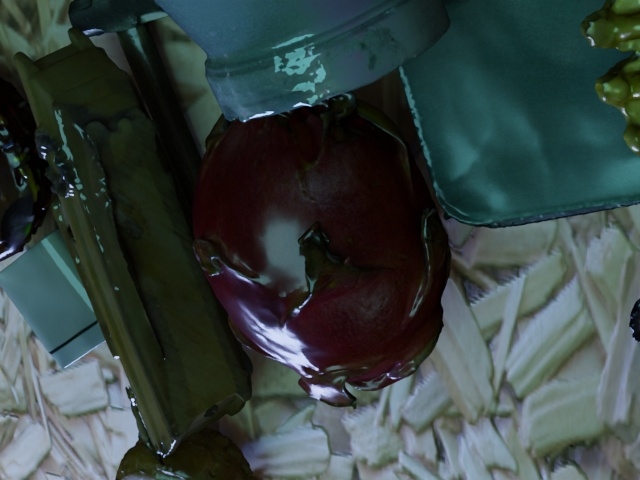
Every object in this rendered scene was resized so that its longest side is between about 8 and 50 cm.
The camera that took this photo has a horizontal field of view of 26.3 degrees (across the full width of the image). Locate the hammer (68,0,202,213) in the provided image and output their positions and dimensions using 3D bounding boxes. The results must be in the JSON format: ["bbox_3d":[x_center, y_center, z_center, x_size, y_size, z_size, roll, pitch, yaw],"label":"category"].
[{"bbox_3d":[-0.135,-0.087,1.379,0.111,0.043,0.365,-11,111,29],"label":"hammer"}]

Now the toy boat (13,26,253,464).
[{"bbox_3d":[-0.185,0.007,1.378,0.162,0.136,0.445,16,129,55],"label":"toy boat"}]

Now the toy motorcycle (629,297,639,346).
[{"bbox_3d":[0.374,0.106,1.184,0.215,0.080,0.122,7,117,20],"label":"toy motorcycle"}]

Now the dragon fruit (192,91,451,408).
[{"bbox_3d":[-0.001,-0.003,1.227,0.250,0.250,0.315,17,136,19],"label":"dragon fruit"}]

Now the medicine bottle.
[{"bbox_3d":[-0.042,-0.259,1.035,0.245,0.245,0.290,-12,114,31],"label":"medicine bottle"}]

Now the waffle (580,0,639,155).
[{"bbox_3d":[0.359,-0.157,1.001,0.312,0.060,0.307,-41,99,10],"label":"waffle"}]

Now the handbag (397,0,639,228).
[{"bbox_3d":[0.198,-0.160,1.137,0.269,0.100,0.274,-13,107,35],"label":"handbag"}]

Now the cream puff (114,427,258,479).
[{"bbox_3d":[-0.140,0.265,1.504,0.150,0.115,0.165,-10,118,38],"label":"cream puff"}]

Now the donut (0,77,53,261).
[{"bbox_3d":[-0.376,-0.087,1.464,0.216,0.096,0.230,14,119,18],"label":"donut"}]

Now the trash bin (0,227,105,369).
[{"bbox_3d":[-0.279,0.061,1.510,0.116,0.059,0.130,-33,95,33],"label":"trash bin"}]
